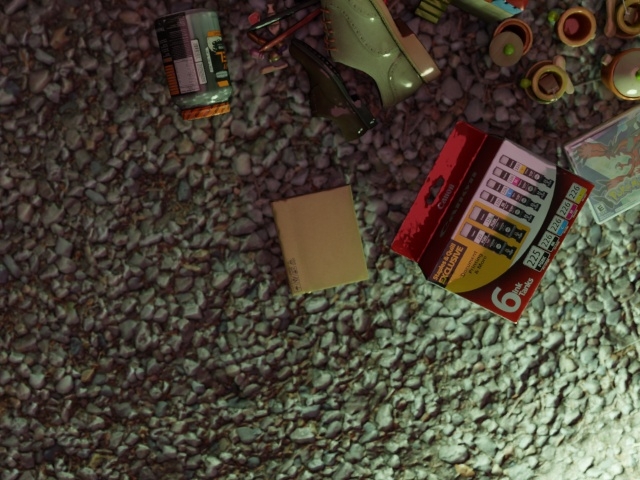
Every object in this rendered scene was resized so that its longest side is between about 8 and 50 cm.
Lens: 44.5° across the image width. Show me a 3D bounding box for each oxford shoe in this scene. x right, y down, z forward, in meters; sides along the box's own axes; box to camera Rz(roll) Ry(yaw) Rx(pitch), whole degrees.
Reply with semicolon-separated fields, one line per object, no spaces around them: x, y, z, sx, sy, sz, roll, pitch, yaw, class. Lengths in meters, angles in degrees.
0.005;-0.282;1.488;0.096;0.083;0.227;-38;101;10;oxford shoe
0.051;-0.399;1.411;0.146;0.140;0.397;-40;113;14;oxford shoe

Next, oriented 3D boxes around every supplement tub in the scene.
-0.231;-0.324;1.446;0.117;0.117;0.190;-11;103;-1;supplement tub

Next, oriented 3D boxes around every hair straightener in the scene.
-0.038;-0.447;1.456;0.230;0.047;0.089;-33;103;-3;hair straightener

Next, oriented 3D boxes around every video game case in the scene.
0.613;-0.158;1.577;0.201;0.023;0.183;-28;102;3;video game case

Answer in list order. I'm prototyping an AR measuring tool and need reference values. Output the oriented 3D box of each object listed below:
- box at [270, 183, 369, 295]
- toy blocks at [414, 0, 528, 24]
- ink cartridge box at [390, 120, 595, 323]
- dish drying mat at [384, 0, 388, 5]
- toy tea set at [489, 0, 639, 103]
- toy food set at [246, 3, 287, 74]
0.000;0.000;1.578;0.164;0.021;0.201;-12;102;0;box
0.230;-0.497;1.355;0.381;0.261;0.191;25;96;-9;toy blocks
0.327;-0.041;1.533;0.272;0.130;0.309;25;100;-7;ink cartridge box
0.119;-0.478;1.487;0.032;0.008;0.083;17;101;-8;dish drying mat
0.487;-0.351;1.469;0.336;0.124;0.200;-9;105;2;toy tea set
-0.106;-0.383;1.489;0.078;0.019;0.122;-17;103;1;toy food set
